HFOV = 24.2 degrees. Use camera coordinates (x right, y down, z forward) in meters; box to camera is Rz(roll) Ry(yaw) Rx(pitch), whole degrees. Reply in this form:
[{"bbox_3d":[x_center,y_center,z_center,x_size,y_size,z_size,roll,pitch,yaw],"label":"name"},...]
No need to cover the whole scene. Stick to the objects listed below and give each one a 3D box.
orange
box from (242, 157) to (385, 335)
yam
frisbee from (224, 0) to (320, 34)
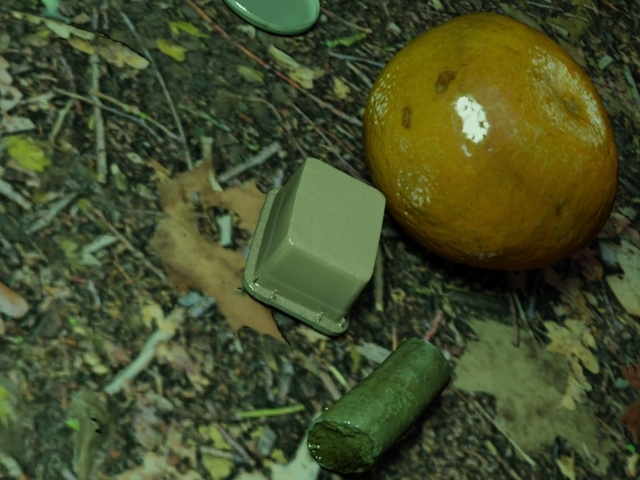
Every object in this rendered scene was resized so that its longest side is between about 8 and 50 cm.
[{"bbox_3d":[0.136,-0.073,1.211,0.224,0.170,0.224,27,48,-35],"label":"orange"},{"bbox_3d":[0.000,0.000,1.120,0.089,0.062,0.122,27,40,-12],"label":"box"},{"bbox_3d":[0.045,0.116,1.050,0.054,0.054,0.132,44,39,7],"label":"yam"},{"bbox_3d":[-0.050,-0.224,1.337,0.110,0.014,0.110,21,41,-19],"label":"frisbee"}]
